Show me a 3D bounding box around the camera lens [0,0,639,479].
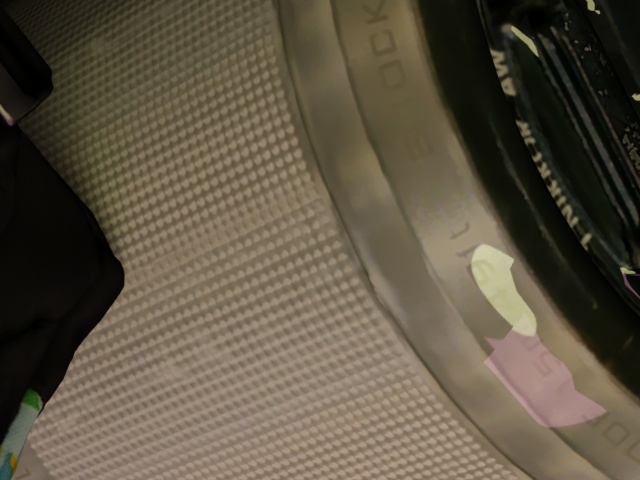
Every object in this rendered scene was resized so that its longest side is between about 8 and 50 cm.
[{"bbox_3d":[0.000,0.000,0.535,0.274,0.219,0.219,-25,146,37],"label":"camera lens"}]

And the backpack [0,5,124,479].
[{"bbox_3d":[-0.215,0.077,0.281,0.273,0.355,0.290,-18,134,25],"label":"backpack"}]
